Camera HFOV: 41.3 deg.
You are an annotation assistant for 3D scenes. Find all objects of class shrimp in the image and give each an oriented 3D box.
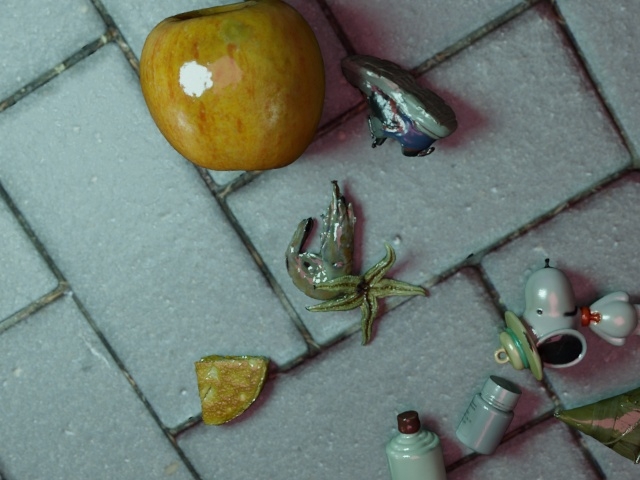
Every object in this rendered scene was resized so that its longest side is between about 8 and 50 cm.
[{"bbox_3d":[0.000,0.000,1.511,0.126,0.047,0.223,6,105,8],"label":"shrimp"}]

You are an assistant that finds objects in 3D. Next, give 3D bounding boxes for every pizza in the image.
[{"bbox_3d":[-0.172,0.257,1.566,0.175,0.046,0.134,-38,99,8],"label":"pizza"}]

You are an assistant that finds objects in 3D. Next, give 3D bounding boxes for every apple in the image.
[{"bbox_3d":[-0.133,-0.234,1.339,0.299,0.299,0.275,-4,109,3],"label":"apple"}]

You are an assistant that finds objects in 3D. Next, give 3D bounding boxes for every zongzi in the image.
[{"bbox_3d":[0.540,0.298,1.541,0.176,0.078,0.160,31,96,-1],"label":"zongzi"}]

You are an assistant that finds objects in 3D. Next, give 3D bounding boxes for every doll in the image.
[{"bbox_3d":[0.458,0.162,1.480,0.271,0.144,0.208,20,92,2],"label":"doll"}]

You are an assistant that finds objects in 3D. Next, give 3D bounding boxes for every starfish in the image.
[{"bbox_3d":[0.083,0.098,1.514,0.223,0.050,0.217,1,112,-14],"label":"starfish"}]

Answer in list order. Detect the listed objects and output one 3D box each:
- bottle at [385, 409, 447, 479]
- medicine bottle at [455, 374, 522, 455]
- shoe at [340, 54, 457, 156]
[{"bbox_3d":[0.180,0.432,1.564,0.104,0.104,0.245,-11,102,4],"label":"bottle"},{"bbox_3d":[0.309,0.318,1.547,0.080,0.080,0.130,25,101,-3],"label":"medicine bottle"},{"bbox_3d":[0.118,-0.219,1.439,0.227,0.099,0.125,39,127,15],"label":"shoe"}]
